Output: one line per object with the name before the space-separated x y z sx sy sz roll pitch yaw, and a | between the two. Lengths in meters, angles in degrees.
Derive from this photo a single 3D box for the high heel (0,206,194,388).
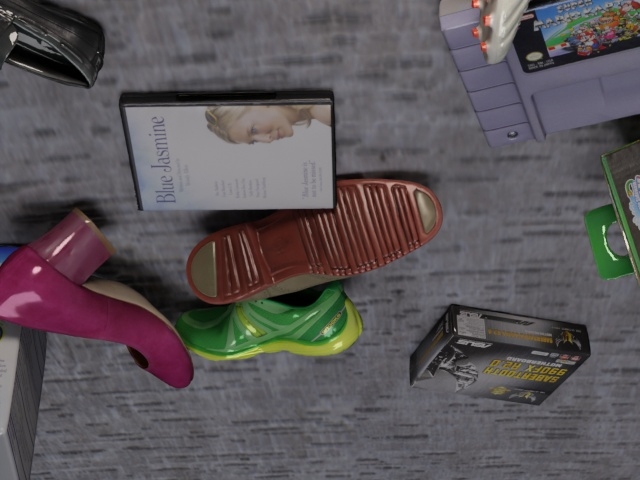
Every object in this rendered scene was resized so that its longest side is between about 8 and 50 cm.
high heel | -0.317 0.129 1.712 0.181 0.127 0.377 -43 131 -14

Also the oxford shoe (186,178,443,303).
oxford shoe | 0.000 0.000 1.628 0.348 0.123 0.130 -13 171 16

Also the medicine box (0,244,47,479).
medicine box | -0.482 0.194 1.725 0.149 0.289 0.263 2 146 -5

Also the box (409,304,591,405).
box | 0.276 0.183 1.923 0.231 0.056 0.183 10 145 -15

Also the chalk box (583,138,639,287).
chalk box | 0.455 -0.038 1.441 0.289 0.180 0.179 -23 161 33

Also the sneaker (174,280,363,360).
sneaker | -0.080 0.101 1.780 0.295 0.109 0.123 -6 111 25

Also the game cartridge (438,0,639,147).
game cartridge | 0.325 -0.215 1.325 0.355 0.068 0.230 -12 149 17

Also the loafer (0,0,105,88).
loafer | -0.334 -0.221 1.292 0.223 0.078 0.076 17 142 -24

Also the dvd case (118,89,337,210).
dvd case | -0.107 -0.106 1.491 0.253 0.022 0.180 -1 137 2

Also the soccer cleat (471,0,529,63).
soccer cleat | 0.196 -0.262 1.201 0.076 0.068 0.196 -1 123 -9
